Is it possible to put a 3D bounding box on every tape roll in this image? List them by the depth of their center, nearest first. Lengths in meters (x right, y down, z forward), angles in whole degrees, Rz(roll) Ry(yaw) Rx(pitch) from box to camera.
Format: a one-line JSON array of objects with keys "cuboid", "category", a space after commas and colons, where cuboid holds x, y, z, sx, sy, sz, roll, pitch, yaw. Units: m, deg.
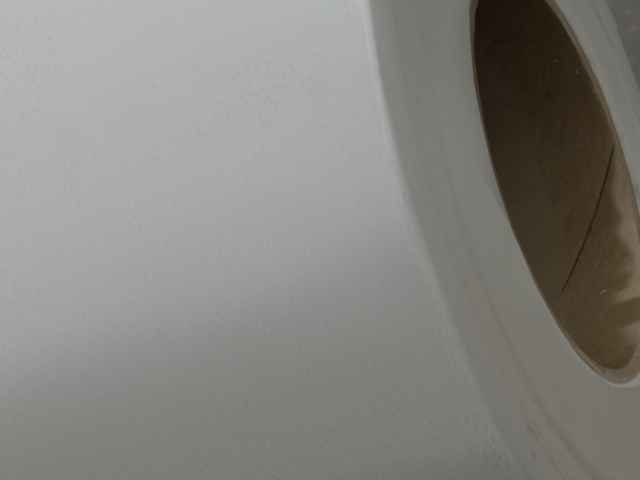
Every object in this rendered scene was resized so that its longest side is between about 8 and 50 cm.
[{"cuboid": [0.000, 0.000, 0.550, 0.169, 0.246, 0.246, -17, 24, 26], "category": "tape roll"}]
